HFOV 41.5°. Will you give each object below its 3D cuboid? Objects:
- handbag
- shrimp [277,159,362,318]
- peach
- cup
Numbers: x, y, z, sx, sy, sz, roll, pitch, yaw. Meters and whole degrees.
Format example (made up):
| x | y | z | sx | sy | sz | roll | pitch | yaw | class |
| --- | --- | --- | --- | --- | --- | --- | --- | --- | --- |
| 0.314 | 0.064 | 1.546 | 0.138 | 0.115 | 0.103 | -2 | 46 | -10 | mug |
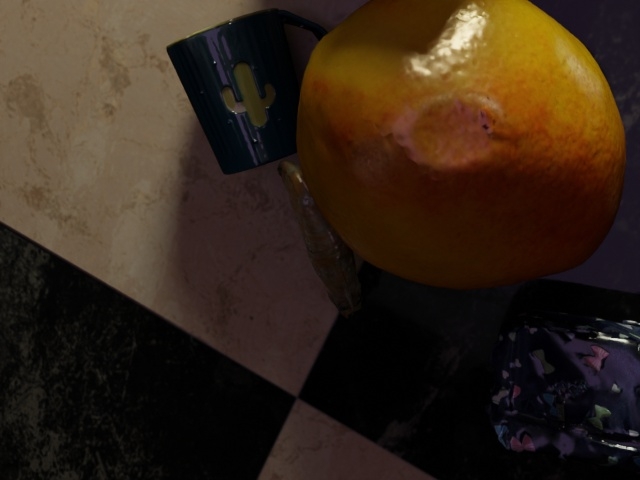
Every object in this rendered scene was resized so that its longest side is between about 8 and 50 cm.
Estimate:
| x | y | z | sx | sy | sz | roll | pitch | yaw | class |
| --- | --- | --- | --- | --- | --- | --- | --- | --- | --- |
| 0.305 | 0.163 | 0.889 | 0.260 | 0.113 | 0.162 | 6 | 97 | 19 | handbag |
| 0.000 | 0.000 | 0.950 | 0.047 | 0.126 | 0.223 | -28 | 131 | -7 | shrimp |
| 0.140 | -0.091 | 0.801 | 0.308 | 0.289 | 0.289 | 42 | 111 | 13 | peach |
| -0.064 | -0.169 | 0.941 | 0.176 | 0.131 | 0.155 | -19 | 101 | -4 | cup |
